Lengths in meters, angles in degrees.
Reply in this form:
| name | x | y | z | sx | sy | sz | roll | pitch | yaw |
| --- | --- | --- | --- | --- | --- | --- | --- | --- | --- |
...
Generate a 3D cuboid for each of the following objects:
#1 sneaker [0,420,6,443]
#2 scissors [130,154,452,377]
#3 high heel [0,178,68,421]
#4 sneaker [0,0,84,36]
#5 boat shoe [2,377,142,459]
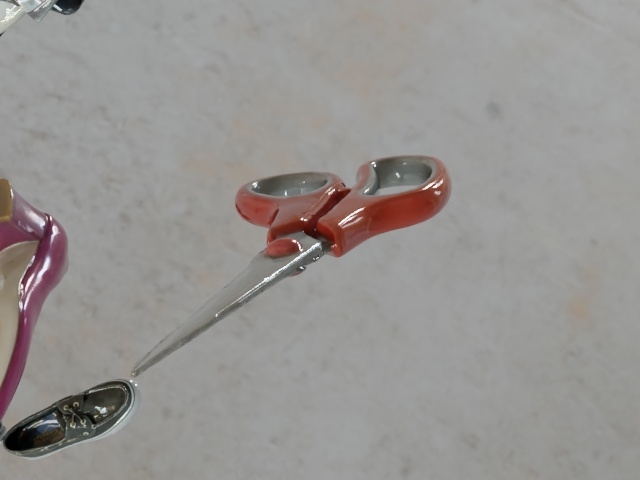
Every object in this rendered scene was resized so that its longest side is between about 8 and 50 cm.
| name | x | y | z | sx | sy | sz | roll | pitch | yaw |
| --- | --- | --- | --- | --- | --- | --- | --- | --- | --- |
| sneaker | -0.352 | 0.081 | 1.289 | 0.115 | 0.281 | 0.105 | 4 | 42 | 10 |
| scissors | 0.000 | 0.000 | 0.593 | 0.109 | 0.021 | 0.297 | -4 | 13 | 7 |
| high heel | -0.247 | 0.073 | 1.139 | 0.082 | 0.117 | 0.244 | -20 | 49 | 13 |
| sneaker | -0.143 | -0.145 | 0.494 | 0.235 | 0.094 | 0.153 | 15 | 42 | -47 |
| boat shoe | -0.232 | 0.169 | 1.312 | 0.040 | 0.142 | 0.049 | 21 | 44 | -67 |
